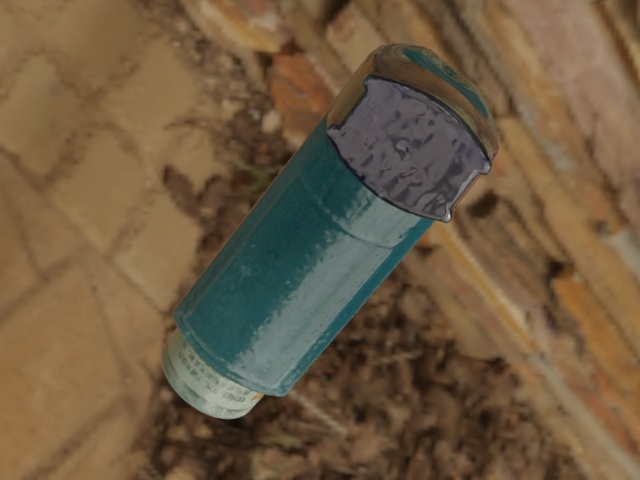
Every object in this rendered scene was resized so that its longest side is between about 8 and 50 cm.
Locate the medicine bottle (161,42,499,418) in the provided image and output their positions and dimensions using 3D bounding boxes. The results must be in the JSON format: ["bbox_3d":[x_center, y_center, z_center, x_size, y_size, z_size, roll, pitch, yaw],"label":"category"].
[{"bbox_3d":[0.000,0.000,0.883,0.079,0.258,0.124,36,33,-6],"label":"medicine bottle"}]
